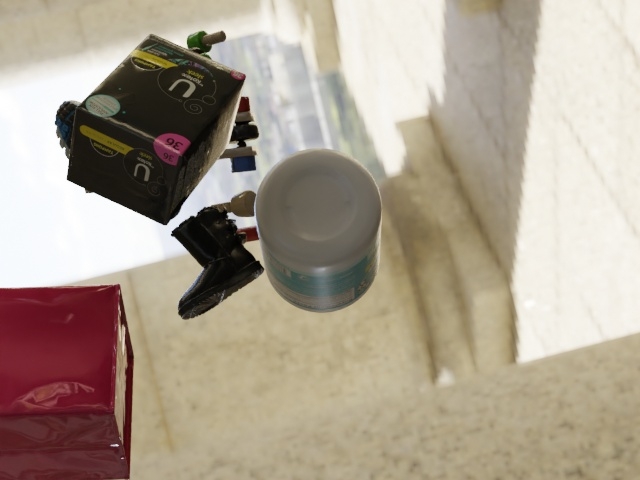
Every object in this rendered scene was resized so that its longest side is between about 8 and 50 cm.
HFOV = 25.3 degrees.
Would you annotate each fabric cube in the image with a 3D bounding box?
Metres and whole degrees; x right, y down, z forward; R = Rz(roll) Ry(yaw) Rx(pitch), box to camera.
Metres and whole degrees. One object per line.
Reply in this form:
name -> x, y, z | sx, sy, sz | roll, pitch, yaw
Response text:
fabric cube -> -0.456, 0.244, 2.402 | 0.259, 0.258, 0.254 | 91, 176, -54

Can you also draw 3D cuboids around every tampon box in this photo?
tampon box -> -0.170, -0.117, 1.480 | 0.161, 0.120, 0.101 | -58, -11, -47

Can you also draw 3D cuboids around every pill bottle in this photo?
pill bottle -> 0.000, 0.000, 1.719 | 0.264, 0.146, 0.146 | 86, 169, -72

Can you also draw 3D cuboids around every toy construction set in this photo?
toy construction set -> -0.230, -0.110, 2.127 | 0.257, 0.237, 0.308 | -51, -57, -49

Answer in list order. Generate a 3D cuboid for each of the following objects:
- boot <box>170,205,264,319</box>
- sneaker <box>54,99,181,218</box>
boot -> -0.133, 0.022, 1.617 | 0.099, 0.121, 0.045 | 52, 159, 14
sneaker -> -0.230, -0.102, 1.696 | 0.191, 0.071, 0.083 | 41, -146, -1
